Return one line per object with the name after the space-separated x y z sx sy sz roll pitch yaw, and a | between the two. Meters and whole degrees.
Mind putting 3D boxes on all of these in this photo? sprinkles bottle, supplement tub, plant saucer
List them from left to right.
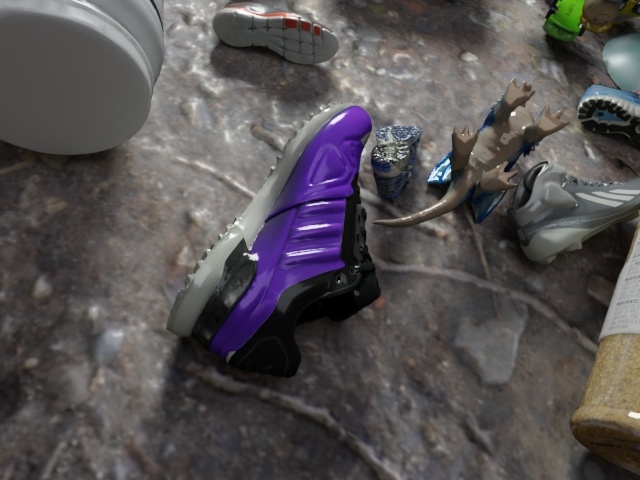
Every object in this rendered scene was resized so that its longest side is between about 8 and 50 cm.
-0.252 -0.241 0.551 0.191 0.191 0.272 0 59 -15 | supplement tub
0.533 -0.263 0.859 0.195 0.037 0.195 6 58 -10 | plant saucer
0.348 0.041 0.530 0.121 0.121 0.355 29 68 4 | sprinkles bottle

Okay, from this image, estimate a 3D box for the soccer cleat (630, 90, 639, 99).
0.469 -0.185 0.798 0.083 0.029 0.035 31 52 0 | soccer cleat

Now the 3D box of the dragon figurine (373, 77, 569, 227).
0.177 -0.081 0.624 0.085 0.144 0.289 40 77 10 | dragon figurine

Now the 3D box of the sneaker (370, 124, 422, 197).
0.083 -0.091 0.632 0.052 0.058 0.135 7 32 18 | sneaker

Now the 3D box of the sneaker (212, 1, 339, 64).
-0.052 -0.272 0.703 0.158 0.061 0.065 13 50 -7 | sneaker

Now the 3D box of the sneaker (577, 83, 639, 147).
0.434 -0.174 0.763 0.162 0.063 0.073 23 53 0 | sneaker

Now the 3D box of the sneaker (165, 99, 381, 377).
0.000 0.001 0.526 0.146 0.102 0.293 31 62 3 | sneaker

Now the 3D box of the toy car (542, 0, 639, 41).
0.394 -0.373 0.883 0.239 0.053 0.225 30 57 6 | toy car

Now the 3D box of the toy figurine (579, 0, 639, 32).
0.410 -0.424 0.806 0.209 0.148 0.213 -37 75 -24 | toy figurine

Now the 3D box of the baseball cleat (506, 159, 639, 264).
0.299 -0.053 0.635 0.206 0.072 0.109 -26 89 -27 | baseball cleat
